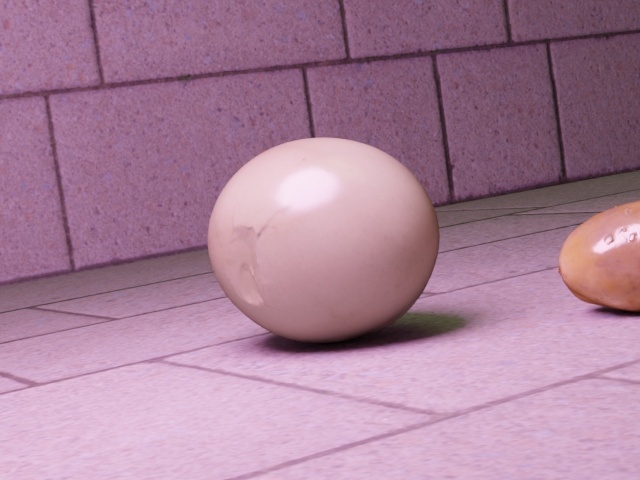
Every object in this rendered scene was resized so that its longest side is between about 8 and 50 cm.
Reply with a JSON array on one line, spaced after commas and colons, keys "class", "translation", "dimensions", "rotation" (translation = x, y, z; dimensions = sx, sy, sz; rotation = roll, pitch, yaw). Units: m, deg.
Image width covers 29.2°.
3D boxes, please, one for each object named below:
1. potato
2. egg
[{"class": "potato", "translation": [0.322, 0.014, 1.220], "dimensions": [0.178, 0.109, 0.118], "rotation": [-21, -9, 33]}, {"class": "egg", "translation": [0.000, 0.000, 1.297], "dimensions": [0.219, 0.219, 0.269], "rotation": [-11, 5, -37]}]
